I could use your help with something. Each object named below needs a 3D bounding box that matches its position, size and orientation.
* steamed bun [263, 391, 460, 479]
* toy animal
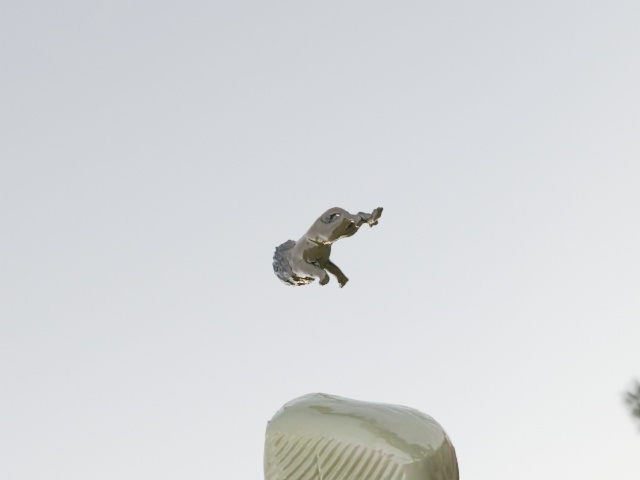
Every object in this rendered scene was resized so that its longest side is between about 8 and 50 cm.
[{"bbox_3d":[0.058,0.255,1.297,0.153,0.239,0.169,-29,-59,-52],"label":"steamed bun"},{"bbox_3d":[0.011,0.014,1.363,0.069,0.086,0.220,-24,-8,-44],"label":"toy animal"}]
